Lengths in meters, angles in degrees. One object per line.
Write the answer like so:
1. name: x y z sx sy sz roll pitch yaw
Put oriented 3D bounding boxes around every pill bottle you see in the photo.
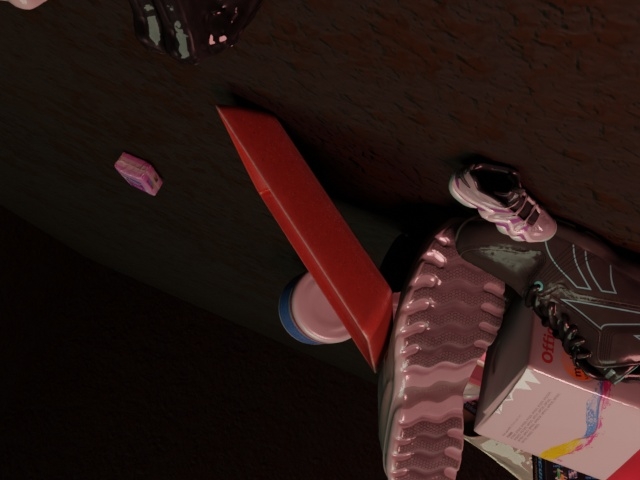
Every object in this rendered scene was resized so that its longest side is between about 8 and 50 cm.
1. pill bottle: -0.002 0.107 1.409 0.124 0.124 0.221 27 168 -7

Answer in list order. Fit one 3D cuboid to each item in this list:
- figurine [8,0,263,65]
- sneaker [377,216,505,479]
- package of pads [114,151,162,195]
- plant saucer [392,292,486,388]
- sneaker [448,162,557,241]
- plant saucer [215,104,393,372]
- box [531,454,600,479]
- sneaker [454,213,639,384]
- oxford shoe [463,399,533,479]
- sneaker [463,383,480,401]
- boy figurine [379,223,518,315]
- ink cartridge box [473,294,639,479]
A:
1. figurine: -0.148 -0.211 0.449 0.214 0.092 0.209 22 160 22
2. sneaker: 0.099 0.108 0.872 0.105 0.282 0.115 10 -169 -19
3. package of pads: -0.270 -0.099 1.293 0.050 0.032 0.083 26 169 9
4. plant saucer: 0.221 0.148 1.224 0.332 0.084 0.332 25 168 6
5. sneaker: 0.153 -0.031 0.686 0.098 0.038 0.069 26 169 -5
6. plant saucer: 0.000 0.000 0.874 0.259 0.047 0.258 57 176 15
7. box: 0.402 0.321 1.188 0.220 0.175 0.051 1 169 -7
8. sneaker: 0.231 0.056 0.742 0.267 0.106 0.101 22 169 21
9. oxford shoe: 0.414 0.387 1.691 0.449 0.169 0.130 29 168 9
10. sneaker: 0.231 0.252 1.610 0.111 0.103 0.252 33 167 -25
11. boy figurine: 0.199 0.086 0.982 0.285 0.092 0.177 31 162 -11
12. ink cartridge box: 0.257 0.135 0.838 0.176 0.128 0.127 20 137 -1
